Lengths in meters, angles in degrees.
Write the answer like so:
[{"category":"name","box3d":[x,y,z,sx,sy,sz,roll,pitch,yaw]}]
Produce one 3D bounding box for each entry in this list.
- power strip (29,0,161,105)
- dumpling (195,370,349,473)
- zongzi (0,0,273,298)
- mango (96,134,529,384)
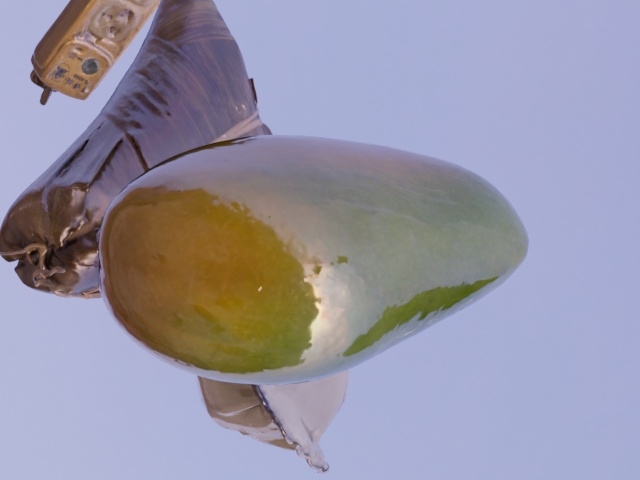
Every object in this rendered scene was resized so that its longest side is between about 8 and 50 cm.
[{"category":"power strip","box3d":[-0.171,-0.239,1.153,0.305,0.064,0.044,-49,-135,16]},{"category":"dumpling","box3d":[-0.048,0.108,1.114,0.172,0.142,0.247,-101,168,-76]},{"category":"zongzi","box3d":[-0.143,-0.086,0.872,0.111,0.248,0.241,-25,-97,42]},{"category":"mango","box3d":[0.000,0.000,0.685,0.156,0.251,0.114,31,-51,47]}]
